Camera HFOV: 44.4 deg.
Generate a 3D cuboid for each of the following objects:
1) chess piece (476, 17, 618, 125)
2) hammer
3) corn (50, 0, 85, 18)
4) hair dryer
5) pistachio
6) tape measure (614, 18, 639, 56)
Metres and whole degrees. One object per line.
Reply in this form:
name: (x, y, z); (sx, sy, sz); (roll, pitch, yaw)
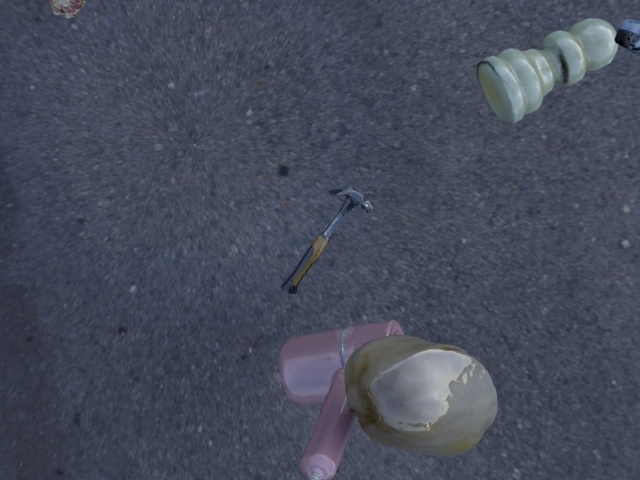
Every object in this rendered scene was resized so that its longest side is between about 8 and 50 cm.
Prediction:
chess piece: (0.418, -0.320, 1.414); (0.243, 0.133, 0.133); (-28, 100, -2)
hammer: (0.000, 0.000, 1.261); (0.078, 0.021, 0.201); (34, 95, -33)
corn: (-0.391, -0.469, 1.266); (0.079, 0.079, 0.237); (24, 125, -11)
hair dryer: (0.012, 0.264, 1.269); (0.210, 0.352, 0.125); (-12, 111, 22)
pistachio: (0.151, 0.223, 1.165); (0.197, 0.166, 0.288); (-46, 141, 19)
tape measure: (0.532, -0.326, 1.282); (0.094, 0.091, 0.054); (24, 113, 4)
